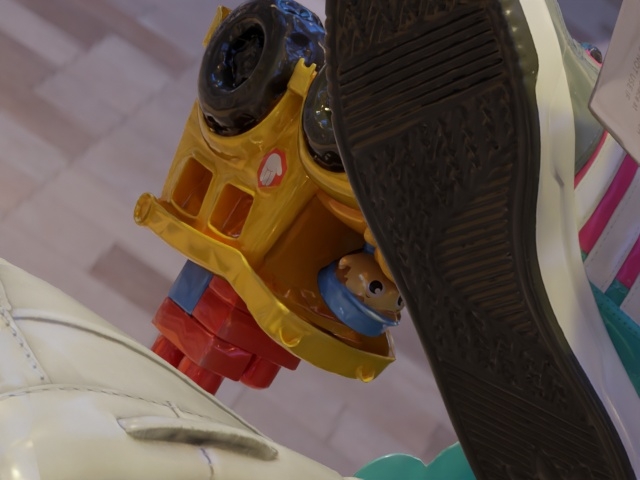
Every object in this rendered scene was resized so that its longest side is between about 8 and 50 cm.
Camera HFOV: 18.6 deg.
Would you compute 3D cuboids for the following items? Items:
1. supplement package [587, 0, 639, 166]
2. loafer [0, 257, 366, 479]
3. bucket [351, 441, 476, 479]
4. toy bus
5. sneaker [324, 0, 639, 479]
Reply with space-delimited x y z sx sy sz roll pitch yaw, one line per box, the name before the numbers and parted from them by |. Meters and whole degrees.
supplement package | 0.245 -0.022 0.548 0.177 0.175 0.293 -27 63 -22
loafer | 0.003 0.118 0.461 0.319 0.112 0.111 39 -6 -37
bucket | 0.081 0.267 1.053 0.281 0.183 0.281 3 46 -3
toy bus | 0.000 0.000 1.020 0.149 0.211 0.220 29 0 -38
sneaker | 0.119 -0.030 0.804 0.124 0.295 0.178 1 26 45
